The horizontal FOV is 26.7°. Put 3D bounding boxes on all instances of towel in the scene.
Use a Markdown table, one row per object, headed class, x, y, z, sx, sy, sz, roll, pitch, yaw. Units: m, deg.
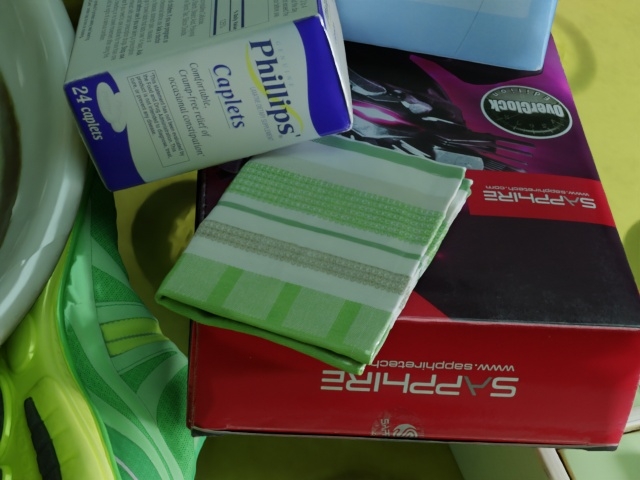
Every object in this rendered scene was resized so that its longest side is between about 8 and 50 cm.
| class | x | y | z | sx | sy | sz | roll | pitch | yaw |
| --- | --- | --- | --- | --- | --- | --- | --- | --- | --- |
| towel | 0.000 | 0.000 | 0.671 | 0.113 | 0.023 | 0.152 | 16 | 43 | 16 |

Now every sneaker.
| class | x | y | z | sx | sy | sz | roll | pitch | yaw |
| --- | --- | --- | --- | --- | --- | --- | --- | --- | --- |
| sneaker | -0.128 | 0.078 | 0.745 | 0.123 | 0.109 | 0.295 | 30 | 34 | -41 |

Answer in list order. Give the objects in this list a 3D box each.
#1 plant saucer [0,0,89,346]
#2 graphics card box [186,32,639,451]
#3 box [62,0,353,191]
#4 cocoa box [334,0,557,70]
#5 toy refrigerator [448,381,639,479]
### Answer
| class | x | y | z | sx | sy | sz | roll | pitch | yaw |
| --- | --- | --- | --- | --- | --- | --- | --- | --- | --- |
| plant saucer | -0.327 | -0.050 | 0.720 | 0.401 | 0.100 | 0.400 | 5 | 64 | -11 |
| graphics card box | 0.041 | -0.042 | 0.813 | 0.233 | 0.094 | 0.371 | 3 | 38 | -4 |
| box | -0.058 | -0.100 | 0.731 | 0.137 | 0.072 | 0.126 | -14 | 34 | 7 |
| cocoa box | -0.005 | -0.275 | 0.835 | 0.347 | 0.231 | 0.228 | 10 | 34 | 7 |
| toy refrigerator | 0.162 | 0.153 | 0.792 | 0.102 | 0.094 | 0.269 | -8 | 58 | -26 |
